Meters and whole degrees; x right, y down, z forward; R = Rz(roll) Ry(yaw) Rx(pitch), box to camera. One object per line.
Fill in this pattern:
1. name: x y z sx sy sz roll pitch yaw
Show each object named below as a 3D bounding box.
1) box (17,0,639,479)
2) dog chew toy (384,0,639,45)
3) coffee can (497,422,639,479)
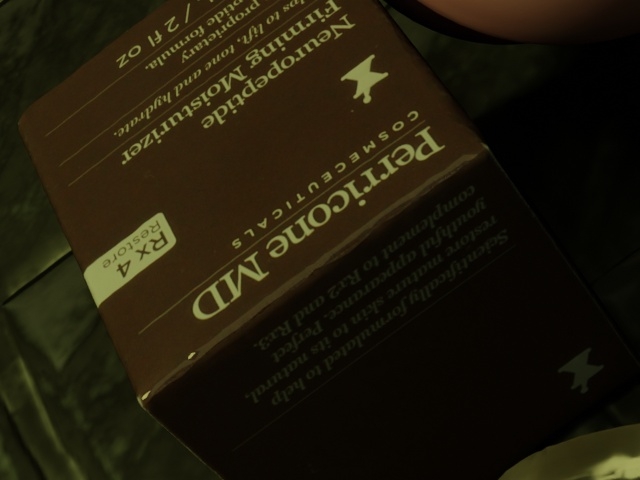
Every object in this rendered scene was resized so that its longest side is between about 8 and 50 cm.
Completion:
1. box: 0.000 0.000 0.779 0.168 0.167 0.203 -36 43 4
2. dog chew toy: 0.089 -0.180 0.804 0.206 0.206 0.332 -45 3 -6
3. coffee can: 0.123 0.216 0.489 0.201 0.201 0.275 -8 52 30
